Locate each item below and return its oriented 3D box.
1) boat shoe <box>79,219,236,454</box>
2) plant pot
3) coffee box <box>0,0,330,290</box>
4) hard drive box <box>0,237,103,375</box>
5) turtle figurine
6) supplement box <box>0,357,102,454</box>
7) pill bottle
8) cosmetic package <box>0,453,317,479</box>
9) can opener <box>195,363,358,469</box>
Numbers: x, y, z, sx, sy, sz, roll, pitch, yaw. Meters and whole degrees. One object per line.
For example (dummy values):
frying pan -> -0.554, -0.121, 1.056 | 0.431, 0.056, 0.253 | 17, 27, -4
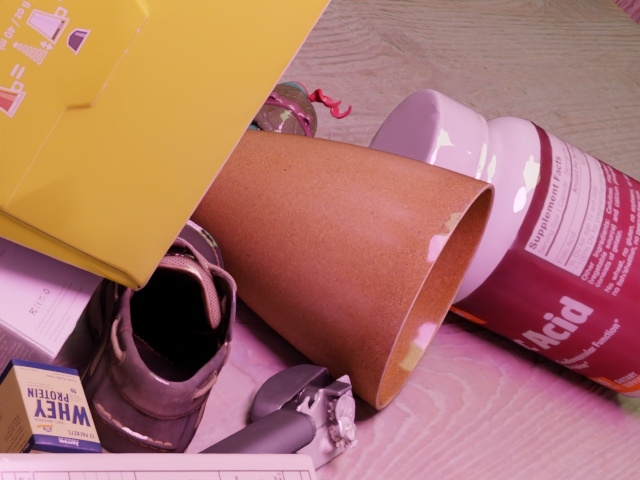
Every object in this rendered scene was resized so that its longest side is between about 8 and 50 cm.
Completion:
boat shoe -> -0.119, 0.070, 1.398 | 0.132, 0.130, 0.355 | 29, 27, -15
plant pot -> 0.000, 0.000, 1.590 | 0.254, 0.237, 0.237 | 26, 25, 12
coffee box -> -0.234, -0.222, 1.304 | 0.338, 0.338, 0.334 | 24, 17, -34
hard drive box -> -0.299, 0.017, 1.316 | 0.232, 0.089, 0.181 | 34, 26, -6
turtle figurine -> -0.059, -0.108, 1.787 | 0.175, 0.118, 0.234 | 26, 36, 3
supplement box -> -0.210, 0.147, 1.217 | 0.056, 0.083, 0.083 | 14, 35, -36
pill bottle -> 0.238, 0.002, 1.836 | 0.392, 0.224, 0.224 | 26, 28, -19
cosmetic package -> -0.135, 0.225, 1.089 | 0.296, 0.129, 0.153 | 9, 61, -44
can opener -> -0.046, 0.177, 1.404 | 0.093, 0.074, 0.280 | 8, 15, 23
